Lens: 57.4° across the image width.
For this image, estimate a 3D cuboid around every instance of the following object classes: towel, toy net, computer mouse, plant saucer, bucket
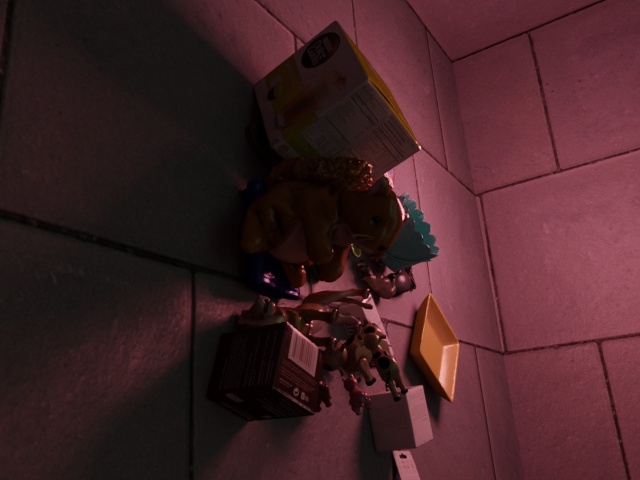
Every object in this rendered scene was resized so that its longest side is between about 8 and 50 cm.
[{"bbox_3d":[-0.143,0.006,1.641,0.227,0.076,0.308,34,47,-57],"label":"towel"},{"bbox_3d":[0.072,-0.043,2.039,0.232,0.045,0.122,52,37,-33],"label":"toy net"},{"bbox_3d":[0.336,0.125,2.384,0.262,0.060,0.184,-5,82,-60],"label":"computer mouse"},{"bbox_3d":[0.468,0.448,2.430,0.333,0.081,0.333,57,34,-28],"label":"plant saucer"},{"bbox_3d":[0.311,-0.023,2.235,0.281,0.183,0.281,49,22,-28],"label":"bucket"}]

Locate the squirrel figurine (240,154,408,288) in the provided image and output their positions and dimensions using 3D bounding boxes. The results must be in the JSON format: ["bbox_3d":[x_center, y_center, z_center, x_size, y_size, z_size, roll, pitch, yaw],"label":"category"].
[{"bbox_3d":[0.036,-0.095,1.534,0.281,0.370,0.397,49,36,-45],"label":"squirrel figurine"}]

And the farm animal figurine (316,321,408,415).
[{"bbox_3d":[0.101,0.329,1.629,0.172,0.330,0.327,64,32,-9],"label":"farm animal figurine"}]

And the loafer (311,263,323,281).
[{"bbox_3d":[0.000,0.000,1.791,0.109,0.095,0.302,-86,160,-55],"label":"loafer"}]

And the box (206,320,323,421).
[{"bbox_3d":[-0.125,0.314,1.381,0.168,0.203,0.167,45,41,-40],"label":"box"}]

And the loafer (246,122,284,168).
[{"bbox_3d":[-0.120,-0.254,1.779,0.267,0.084,0.096,55,37,-30],"label":"loafer"}]

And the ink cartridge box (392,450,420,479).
[{"bbox_3d":[0.293,0.823,2.018,0.145,0.045,0.179,26,36,-51],"label":"ink cartridge box"}]

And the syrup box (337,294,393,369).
[{"bbox_3d":[0.153,0.306,1.958,0.096,0.093,0.237,-39,110,-58],"label":"syrup box"}]

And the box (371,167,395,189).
[{"bbox_3d":[0.114,-0.223,1.983,0.122,0.257,0.128,49,39,-39],"label":"box"}]

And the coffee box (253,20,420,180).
[{"bbox_3d":[0.048,-0.382,1.787,0.338,0.334,0.338,39,24,-44],"label":"coffee box"}]

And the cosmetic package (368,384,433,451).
[{"bbox_3d":[0.265,0.592,1.950,0.151,0.151,0.184,10,67,-57],"label":"cosmetic package"}]

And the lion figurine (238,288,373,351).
[{"bbox_3d":[-0.029,0.204,1.580,0.392,0.240,0.142,-4,95,-63],"label":"lion figurine"}]

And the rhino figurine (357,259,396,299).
[{"bbox_3d":[0.204,0.139,2.146,0.243,0.073,0.106,37,43,-44],"label":"rhino figurine"}]
